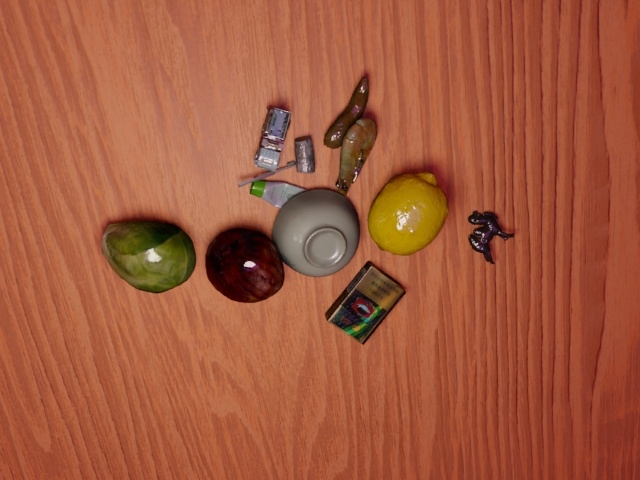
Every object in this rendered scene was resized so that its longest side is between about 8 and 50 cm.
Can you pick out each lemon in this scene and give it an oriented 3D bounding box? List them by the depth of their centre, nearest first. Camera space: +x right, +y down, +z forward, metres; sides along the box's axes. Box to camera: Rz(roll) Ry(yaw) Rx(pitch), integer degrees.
[{"bbox_3d":[0.267,-0.083,1.716,0.233,0.233,0.288,28,105,-15],"label":"lemon"}]

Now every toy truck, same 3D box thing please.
[{"bbox_3d":[-0.139,-0.294,1.645,0.080,0.115,0.178,14,96,-12],"label":"toy truck"}]

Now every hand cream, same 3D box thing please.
[{"bbox_3d":[-0.085,-0.128,1.755,0.275,0.050,0.079,16,131,-17],"label":"hand cream"}]

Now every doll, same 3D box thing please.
[{"bbox_3d":[0.548,-0.020,1.868,0.165,0.057,0.139,36,101,-8],"label":"doll"}]

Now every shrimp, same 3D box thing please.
[{"bbox_3d":[0.105,-0.251,1.714,0.061,0.145,0.267,31,121,29],"label":"shrimp"}]

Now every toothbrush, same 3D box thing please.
[{"bbox_3d":[-0.159,-0.201,1.702,0.194,0.014,0.017,-26,80,-19],"label":"toothbrush"}]

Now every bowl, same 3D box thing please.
[{"bbox_3d":[0.000,0.000,1.729,0.288,0.146,0.290,-5,113,-11],"label":"bowl"}]

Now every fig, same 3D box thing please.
[{"bbox_3d":[-0.220,0.079,1.711,0.263,0.224,0.224,41,98,-18],"label":"fig"}]

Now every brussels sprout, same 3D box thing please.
[{"bbox_3d":[-0.509,0.039,1.657,0.271,0.219,0.210,17,114,8],"label":"brussels sprout"}]

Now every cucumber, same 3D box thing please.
[{"bbox_3d":[-0.047,-0.258,1.706,0.064,0.064,0.112,-5,104,-7],"label":"cucumber"}]

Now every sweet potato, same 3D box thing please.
[{"bbox_3d":[0.087,-0.374,1.682,0.062,0.081,0.233,35,103,12],"label":"sweet potato"}]

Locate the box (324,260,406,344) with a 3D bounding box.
[{"bbox_3d":[0.148,0.207,1.872,0.159,0.071,0.240,34,99,-18],"label":"box"}]
